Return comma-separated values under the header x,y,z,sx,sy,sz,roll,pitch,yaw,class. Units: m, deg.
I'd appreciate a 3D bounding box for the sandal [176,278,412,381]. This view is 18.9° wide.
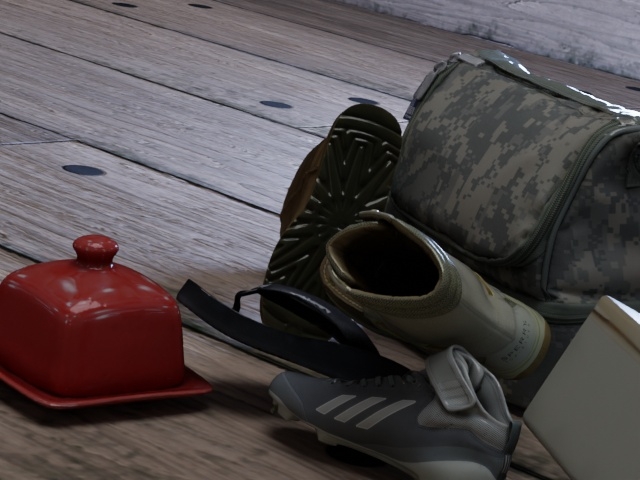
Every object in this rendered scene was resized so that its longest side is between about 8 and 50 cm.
x,y,z,sx,sy,sz,roll,pitch,yaw,class
0.010,0.079,1.491,0.254,0.054,0.097,22,-4,-5,sandal

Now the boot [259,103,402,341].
x,y,z,sx,sy,sz,roll,pitch,yaw,class
0.000,0.000,1.769,0.089,0.236,0.269,26,-11,-5,boot

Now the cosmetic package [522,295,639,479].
x,y,z,sx,sy,sz,roll,pitch,yaw,class
0.262,0.162,1.204,0.160,0.113,0.309,29,8,-22,cosmetic package

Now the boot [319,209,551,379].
x,y,z,sx,sy,sz,roll,pitch,yaw,class
0.050,0.026,1.421,0.213,0.077,0.165,23,-6,41,boot

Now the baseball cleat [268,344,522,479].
x,y,z,sx,sy,sz,roll,pitch,yaw,class
0.057,0.115,1.381,0.206,0.109,0.072,24,6,32,baseball cleat

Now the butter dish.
x,y,z,sx,sy,sz,roll,pitch,yaw,class
-0.176,0.054,1.454,0.160,0.118,0.160,-2,17,-40,butter dish

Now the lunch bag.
x,y,z,sx,sy,sz,roll,pitch,yaw,class
0.192,-0.017,1.673,0.212,0.256,0.305,-2,17,-27,lunch bag
